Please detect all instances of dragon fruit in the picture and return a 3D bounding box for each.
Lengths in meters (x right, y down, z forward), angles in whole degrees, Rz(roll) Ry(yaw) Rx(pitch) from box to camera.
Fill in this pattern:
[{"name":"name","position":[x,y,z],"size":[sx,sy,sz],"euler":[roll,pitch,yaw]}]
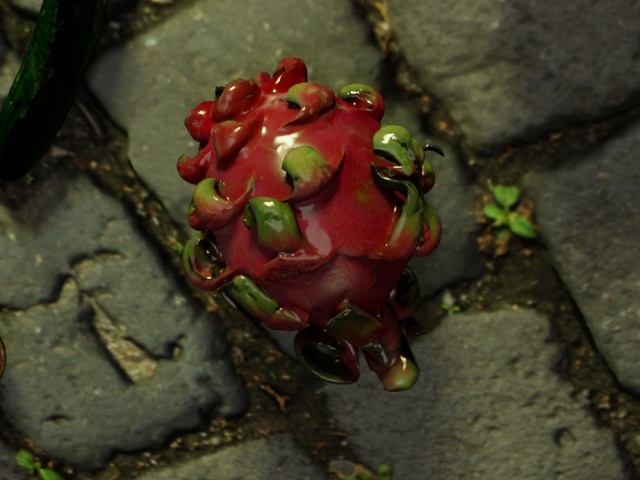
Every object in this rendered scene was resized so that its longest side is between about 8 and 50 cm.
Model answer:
[{"name":"dragon fruit","position":[-0.006,-0.007,0.930],"size":[0.198,0.218,0.273],"euler":[38,143,36]}]

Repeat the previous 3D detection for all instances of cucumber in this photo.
[{"name":"cucumber","position":[-0.217,-0.144,0.928],"size":[0.056,0.056,0.284],"euler":[24,129,-11]}]

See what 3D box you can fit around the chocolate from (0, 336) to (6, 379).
[{"name":"chocolate","position":[-0.369,0.111,1.086],"size":[0.133,0.127,0.124],"euler":[32,110,-31]}]
